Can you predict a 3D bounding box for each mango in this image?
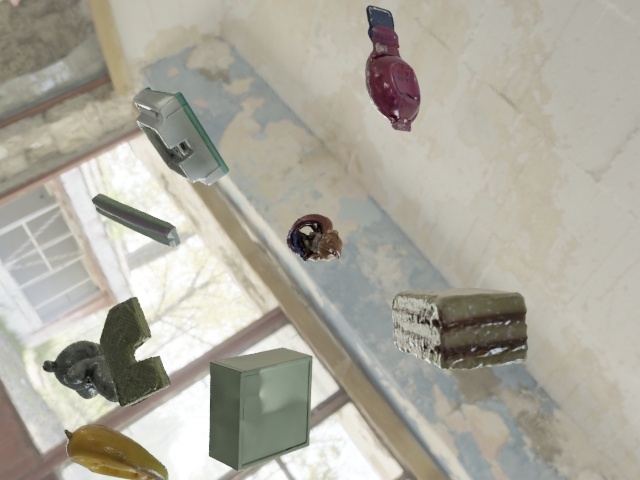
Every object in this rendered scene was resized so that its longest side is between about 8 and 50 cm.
[{"bbox_3d":[-0.325,0.345,1.113,0.187,0.066,0.101,28,-38,-12],"label":"mango"}]

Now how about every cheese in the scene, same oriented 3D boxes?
[{"bbox_3d":[0.129,-0.320,1.300,0.062,0.155,0.244,-17,-98,44],"label":"cheese"}]

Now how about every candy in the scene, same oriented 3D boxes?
[{"bbox_3d":[0.265,0.163,1.369,0.320,0.179,0.135,178,-90,-80],"label":"candy"}]

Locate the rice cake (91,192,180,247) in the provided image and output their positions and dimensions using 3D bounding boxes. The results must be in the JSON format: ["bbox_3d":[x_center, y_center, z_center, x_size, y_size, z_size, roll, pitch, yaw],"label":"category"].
[{"bbox_3d":[-0.429,-0.049,1.608,0.221,0.042,0.080,24,-22,13],"label":"rice cake"}]

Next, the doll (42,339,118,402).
[{"bbox_3d":[-0.645,0.406,2.003,0.340,0.246,0.158,24,-80,32],"label":"doll"}]

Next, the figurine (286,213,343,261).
[{"bbox_3d":[0.003,0.002,1.720,0.157,0.126,0.114,19,-3,37],"label":"figurine"}]

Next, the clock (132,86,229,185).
[{"bbox_3d":[-0.397,-0.276,1.889,0.231,0.116,0.262,22,-32,50],"label":"clock"}]

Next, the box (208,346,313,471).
[{"bbox_3d":[-0.139,0.384,1.616,0.117,0.225,0.225,7,-83,43],"label":"box"}]

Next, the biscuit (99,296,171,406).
[{"bbox_3d":[-0.473,0.278,1.729,0.046,0.147,0.250,5,61,-68],"label":"biscuit"}]
